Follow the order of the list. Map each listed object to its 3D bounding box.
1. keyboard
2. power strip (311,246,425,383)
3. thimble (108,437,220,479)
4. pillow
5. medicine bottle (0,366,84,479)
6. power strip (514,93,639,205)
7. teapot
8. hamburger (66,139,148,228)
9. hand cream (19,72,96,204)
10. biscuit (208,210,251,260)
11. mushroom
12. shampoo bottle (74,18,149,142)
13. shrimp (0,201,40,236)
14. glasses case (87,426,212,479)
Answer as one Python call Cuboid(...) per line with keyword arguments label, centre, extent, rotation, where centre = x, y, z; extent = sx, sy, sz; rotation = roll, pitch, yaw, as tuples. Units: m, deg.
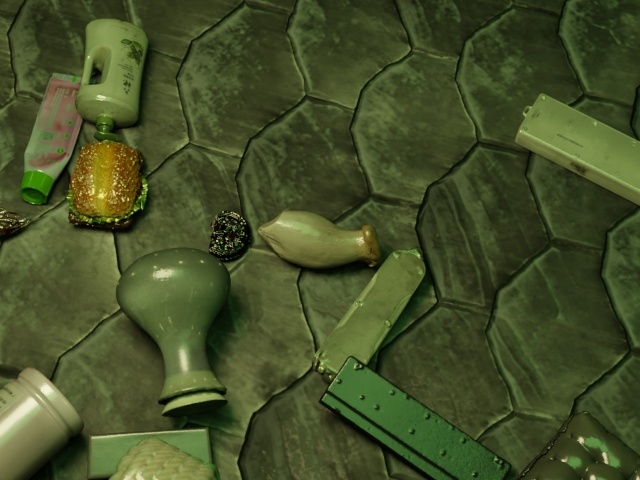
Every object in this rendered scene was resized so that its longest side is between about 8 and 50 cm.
Cuboid(label="keyboard", centre=(0.147, 0.305, 1.765), extent=(0.309, 0.018, 0.101), rotation=(34, 71, 4))
Cuboid(label="power strip", centre=(0.086, 0.123, 1.867), extent=(0.080, 0.048, 0.286), rotation=(33, 65, 7))
Cuboid(label="thimble", centre=(-0.234, 0.400, 1.603), extent=(0.150, 0.219, 0.219), rotation=(26, 63, 9))
Cuboid(label="pillow", centre=(0.447, 0.436, 1.699), extent=(0.326, 0.101, 0.228), rotation=(42, 64, 15))
Cuboid(label="medicine bottle", centre=(-0.486, 0.316, 1.681), extent=(0.133, 0.133, 0.249), rotation=(39, 66, 16))
Cuboid(label="power strip", centre=(0.529, -0.145, 2.043), extent=(0.367, 0.043, 0.106), rotation=(29, 64, 12))
Cuboid(label="teapot", centre=(-0.218, 0.144, 1.777), extent=(0.183, 0.183, 0.251), rotation=(-10, 73, -9))
Cuboid(label="hamburger", centre=(-0.363, -0.102, 1.936), extent=(0.137, 0.087, 0.166), rotation=(5, 62, -1))
Cuboid(label="hand cream", centre=(-0.474, -0.190, 2.007), extent=(0.079, 0.050, 0.275), rotation=(23, 54, -20))
Cuboid(label="biscuit", centre=(-0.161, -0.007, 1.933), extent=(0.089, 0.027, 0.087), rotation=(-37, 71, -20))
Cuboid(label="mushroom", centre=(0.000, -0.001, 1.901), extent=(0.212, 0.097, 0.088), rotation=(8, 29, 6))
Cuboid(label="shampoo bottle", centre=(-0.377, -0.280, 2.029), extent=(0.118, 0.087, 0.234), rotation=(11, 61, -17))
Cuboid(label="shrimp", centre=(-0.554, -0.031, 1.905), extent=(0.165, 0.057, 0.065), rotation=(-7, 56, -10))
Cuboid(label="glasses case", centre=(-0.262, 0.329, 1.739), extent=(0.190, 0.042, 0.072), rotation=(-3, 69, -5))
